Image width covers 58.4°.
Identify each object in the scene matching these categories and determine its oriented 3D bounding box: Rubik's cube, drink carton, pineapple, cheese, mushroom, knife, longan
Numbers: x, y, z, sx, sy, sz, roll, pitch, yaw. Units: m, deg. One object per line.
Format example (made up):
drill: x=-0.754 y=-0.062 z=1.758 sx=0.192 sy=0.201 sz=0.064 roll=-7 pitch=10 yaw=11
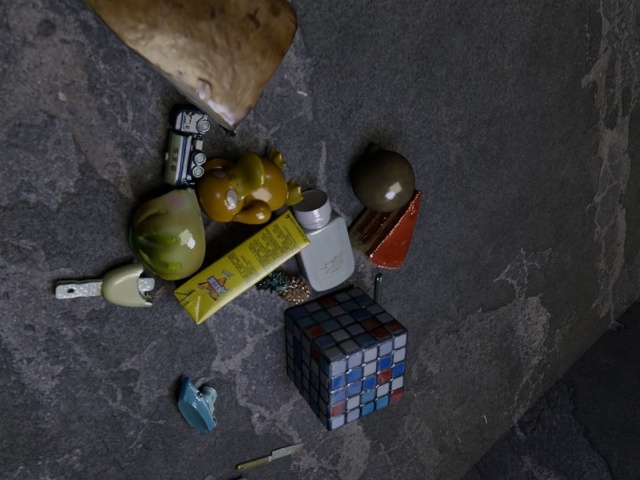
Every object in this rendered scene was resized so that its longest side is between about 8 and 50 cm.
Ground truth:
Rubik's cube: x=0.076 y=0.362 z=1.809 sx=0.287 sy=0.292 sz=0.293 roll=-16 pitch=121 yaw=-26
drink carton: x=-0.202 y=0.066 z=1.483 sx=0.351 sy=0.154 sz=0.111 roll=-35 pitch=94 yaw=-10
pineapple: x=-0.110 y=0.131 z=1.676 sx=0.221 sy=0.103 sz=0.083 roll=30 pitch=85 yaw=-49
cheese: x=-0.510 y=0.114 z=1.376 sx=0.235 sy=0.050 sz=0.127 roll=-3 pitch=124 yaw=-30
mushroom: x=-0.256 y=-0.451 z=1.118 sx=0.397 sy=0.224 sz=0.314 roll=34 pitch=94 yaw=-43
knife: x=-0.169 y=0.773 z=2.060 sx=0.297 sy=0.017 sz=0.047 roll=-1 pitch=110 yaw=-37
longan: x=0.180 y=-0.182 z=1.668 sx=0.184 sy=0.204 sz=0.159 roll=-16 pitch=172 yaw=11

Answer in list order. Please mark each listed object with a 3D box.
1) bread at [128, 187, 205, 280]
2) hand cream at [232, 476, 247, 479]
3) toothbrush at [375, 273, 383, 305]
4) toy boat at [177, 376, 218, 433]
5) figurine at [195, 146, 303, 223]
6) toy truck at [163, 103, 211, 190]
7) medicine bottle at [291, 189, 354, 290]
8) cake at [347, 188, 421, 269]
bread: x=-0.354 y=-0.001 z=1.355 sx=0.158 sy=0.156 sz=0.261 roll=-17 pitch=124 yaw=-32
hand cream: x=-0.395 y=0.877 z=1.916 sx=0.331 sy=0.058 sz=0.085 roll=-12 pitch=124 yaw=-33
toothbrush: x=0.203 y=0.246 z=2.032 sx=0.030 sy=0.030 sz=0.297 roll=-39 pitch=138 yaw=-50
toy boat: x=-0.360 y=0.478 z=1.703 sx=0.102 sy=0.088 sz=0.215 roll=-62 pitch=146 yaw=-42
figurine: x=-0.180 y=-0.128 z=1.408 sx=0.228 sy=0.215 sz=0.215 roll=0 pitch=118 yaw=-64
toy truck: x=-0.314 y=-0.212 z=1.326 sx=0.088 sy=0.074 sz=0.202 roll=2 pitch=115 yaw=-29
medicine bottle: x=0.000 y=0.000 z=1.670 sx=0.161 sy=0.111 sz=0.296 roll=-30 pitch=132 yaw=-15
cake: x=0.179 y=-0.054 z=1.746 sx=0.159 sy=0.158 sz=0.262 roll=-5 pitch=116 yaw=-37
